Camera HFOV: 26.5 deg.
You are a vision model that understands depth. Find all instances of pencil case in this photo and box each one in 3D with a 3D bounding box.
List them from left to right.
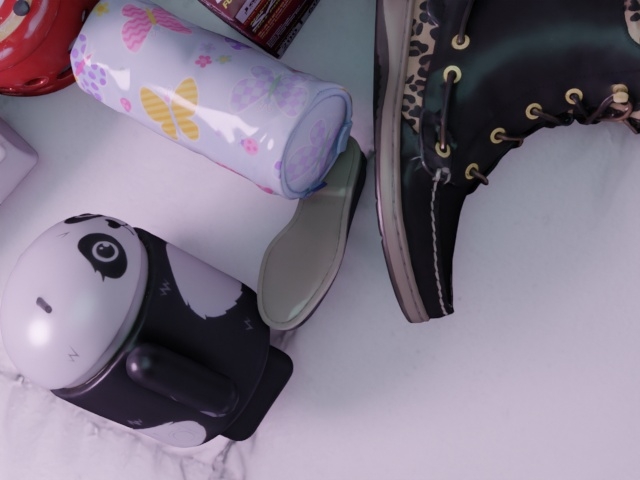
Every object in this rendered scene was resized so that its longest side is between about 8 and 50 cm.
[{"bbox_3d":[-0.102,-0.143,1.279,0.273,0.124,0.113,27,130,22],"label":"pencil case"}]

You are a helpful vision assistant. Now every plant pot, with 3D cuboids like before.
[{"bbox_3d":[-0.309,-0.240,1.310,0.191,0.174,0.191,0,90,6],"label":"plant pot"}]

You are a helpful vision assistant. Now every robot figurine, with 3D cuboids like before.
[{"bbox_3d":[-0.158,0.085,1.252,0.209,0.278,0.174,-20,51,43],"label":"robot figurine"}]

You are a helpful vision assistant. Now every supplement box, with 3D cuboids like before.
[{"bbox_3d":[-0.047,-0.251,1.239,0.073,0.239,0.130,36,95,7],"label":"supplement box"}]

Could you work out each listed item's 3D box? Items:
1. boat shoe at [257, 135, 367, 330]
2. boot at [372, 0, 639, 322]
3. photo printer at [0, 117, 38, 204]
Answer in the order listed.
[{"bbox_3d":[0.000,0.000,1.285,0.075,0.065,0.206,9,66,21],"label":"boat shoe"},{"bbox_3d":[0.195,-0.113,1.260,0.284,0.138,0.377,-1,84,8],"label":"boot"},{"bbox_3d":[-0.472,-0.053,1.367,0.256,0.107,0.307,42,96,7],"label":"photo printer"}]
